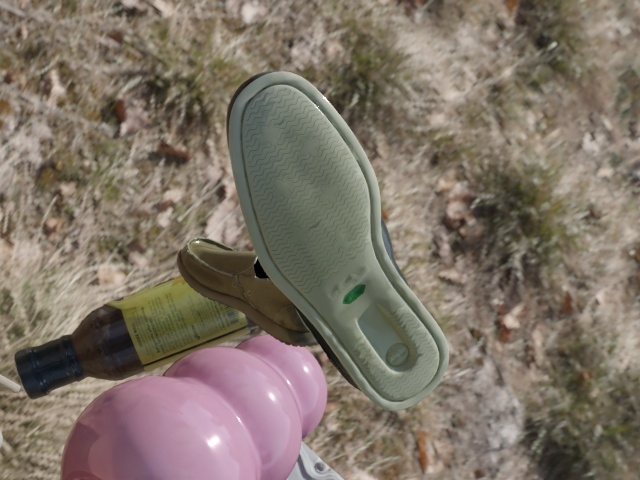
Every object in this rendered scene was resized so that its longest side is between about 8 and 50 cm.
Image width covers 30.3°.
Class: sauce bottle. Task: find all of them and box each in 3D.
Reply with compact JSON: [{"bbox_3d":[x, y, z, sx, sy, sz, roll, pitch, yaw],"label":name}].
[{"bbox_3d":[-0.242,0.123,1.606,0.344,0.111,0.111,-20,79,-6],"label":"sauce bottle"}]

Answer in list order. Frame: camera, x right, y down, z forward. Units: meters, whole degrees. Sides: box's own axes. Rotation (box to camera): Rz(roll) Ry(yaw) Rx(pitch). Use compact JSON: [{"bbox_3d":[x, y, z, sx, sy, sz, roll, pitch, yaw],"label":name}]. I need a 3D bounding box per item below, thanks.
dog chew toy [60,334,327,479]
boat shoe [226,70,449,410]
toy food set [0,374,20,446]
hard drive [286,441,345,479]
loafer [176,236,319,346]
[{"bbox_3d":[-0.116,0.209,1.272,0.332,0.206,0.206,-33,87,-44],"label":"dog chew toy"},{"bbox_3d":[0.000,0.000,0.712,0.084,0.079,0.233,-32,120,-8],"label":"boat shoe"},{"bbox_3d":[-0.424,0.263,1.206,0.092,0.219,0.306,17,74,15],"label":"toy food set"},{"bbox_3d":[-0.084,0.346,1.435,0.237,0.064,0.339,-36,59,-25],"label":"hard drive"},{"bbox_3d":[-0.045,0.026,0.854,0.056,0.148,0.050,-5,116,-50],"label":"loafer"}]
